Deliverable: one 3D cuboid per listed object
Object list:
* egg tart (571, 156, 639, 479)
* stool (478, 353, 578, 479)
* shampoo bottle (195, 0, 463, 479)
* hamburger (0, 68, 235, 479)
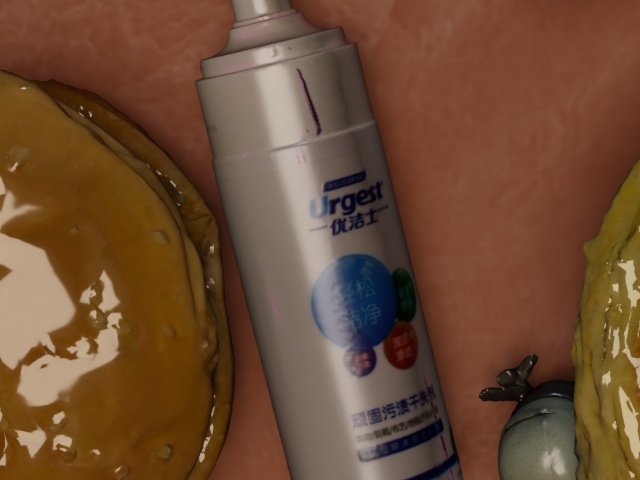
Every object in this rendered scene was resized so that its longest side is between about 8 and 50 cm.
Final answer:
[{"bbox_3d":[0.275,0.059,0.888,0.341,0.132,0.341,0,91,2],"label":"egg tart"},{"bbox_3d":[0.131,0.170,0.937,0.125,0.121,0.217,-4,103,12],"label":"stool"},{"bbox_3d":[0.000,0.000,0.935,0.092,0.092,0.303,-12,97,7],"label":"shampoo bottle"},{"bbox_3d":[-0.190,0.059,0.929,0.319,0.158,0.318,1,101,5],"label":"hamburger"}]
